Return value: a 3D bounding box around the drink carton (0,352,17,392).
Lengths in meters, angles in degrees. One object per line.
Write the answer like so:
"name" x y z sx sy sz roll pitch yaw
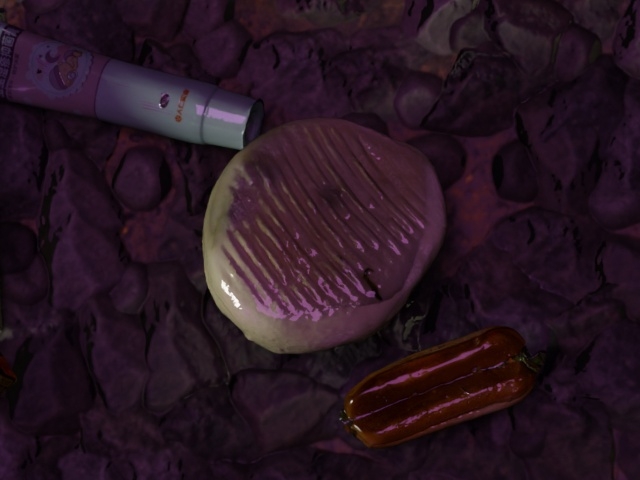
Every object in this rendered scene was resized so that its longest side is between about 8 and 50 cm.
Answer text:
"drink carton" -0.360 0.154 1.758 0.166 0.071 0.056 -37 78 1

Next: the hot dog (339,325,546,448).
"hot dog" 0.107 0.128 1.693 0.188 0.055 0.072 -20 78 4

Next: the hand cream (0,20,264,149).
"hand cream" -0.212 -0.145 1.815 0.331 0.058 0.085 16 100 17

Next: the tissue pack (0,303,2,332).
"tissue pack" -0.384 -0.024 1.775 0.159 0.125 0.234 -8 77 9

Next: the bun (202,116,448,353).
"bun" 0.000 0.000 1.709 0.210 0.116 0.237 41 63 20
